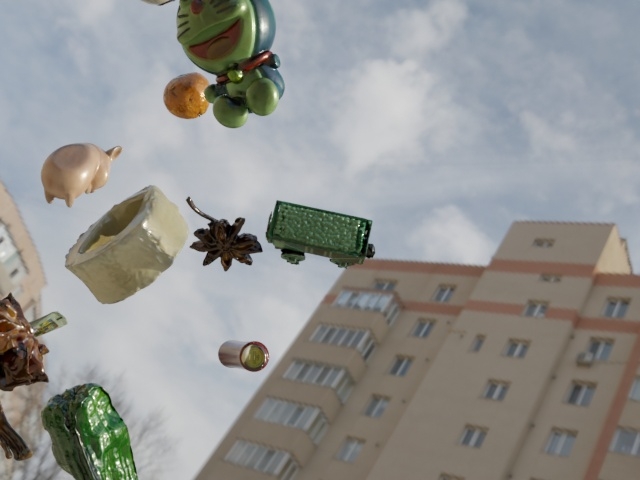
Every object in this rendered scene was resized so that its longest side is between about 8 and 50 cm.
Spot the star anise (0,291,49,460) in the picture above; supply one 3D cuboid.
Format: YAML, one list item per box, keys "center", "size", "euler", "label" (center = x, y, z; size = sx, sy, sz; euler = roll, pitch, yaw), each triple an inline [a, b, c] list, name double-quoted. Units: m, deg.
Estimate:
- center: [-0.578, 0.227, 1.442]
  size: [0.148, 0.237, 0.346]
  euler: [-17, -86, 7]
  label: "star anise"

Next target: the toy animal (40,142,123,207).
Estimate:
- center: [-0.695, -0.202, 2.298]
  size: [0.166, 0.250, 0.154]
  euler: [14, -66, 9]
  label: "toy animal"

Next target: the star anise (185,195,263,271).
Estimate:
- center: [-0.223, -0.016, 1.897]
  size: [0.177, 0.073, 0.234]
  euler: [3, -38, -2]
  label: "star anise"

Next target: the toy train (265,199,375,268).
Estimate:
- center: [0.000, 0.000, 1.904]
  size: [0.269, 0.115, 0.154]
  euler: [12, -17, 1]
  label: "toy train"

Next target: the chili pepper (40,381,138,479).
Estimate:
- center: [-0.624, 0.564, 2.182]
  size: [0.167, 0.213, 0.385]
  euler: [-10, -69, 27]
  label: "chili pepper"

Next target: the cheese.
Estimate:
- center: [-0.489, 0.003, 2.085]
  size: [0.292, 0.332, 0.153]
  euler: [-26, -62, 23]
  label: "cheese"

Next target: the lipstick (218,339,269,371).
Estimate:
- center: [-0.203, 0.298, 2.091]
  size: [0.080, 0.080, 0.241]
  euler: [45, -18, -10]
  label: "lipstick"

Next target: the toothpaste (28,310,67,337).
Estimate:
- center: [-0.758, 0.237, 1.998]
  size: [0.067, 0.255, 0.037]
  euler: [68, 0, -54]
  label: "toothpaste"

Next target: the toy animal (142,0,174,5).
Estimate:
- center: [-0.379, -0.625, 1.675]
  size: [0.266, 0.212, 0.212]
  euler: [28, -34, -9]
  label: "toy animal"

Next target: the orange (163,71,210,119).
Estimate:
- center: [-0.355, -0.384, 2.146]
  size: [0.135, 0.135, 0.117]
  euler: [3, -68, 39]
  label: "orange"

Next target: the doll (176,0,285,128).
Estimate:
- center: [-0.176, -0.391, 1.607]
  size: [0.198, 0.186, 0.322]
  euler: [-14, -82, 24]
  label: "doll"
